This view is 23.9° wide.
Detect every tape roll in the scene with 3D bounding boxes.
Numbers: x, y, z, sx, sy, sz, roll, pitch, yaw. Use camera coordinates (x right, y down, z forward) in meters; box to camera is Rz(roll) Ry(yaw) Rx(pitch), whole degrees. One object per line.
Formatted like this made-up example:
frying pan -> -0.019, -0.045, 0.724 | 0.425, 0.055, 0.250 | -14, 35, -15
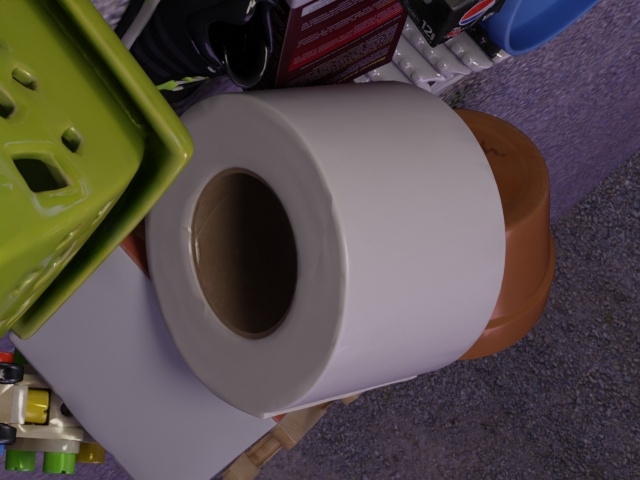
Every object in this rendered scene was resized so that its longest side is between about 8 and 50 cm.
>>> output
tape roll -> 0.000, 0.000, 1.179 | 0.169, 0.246, 0.246 | -10, 156, -41

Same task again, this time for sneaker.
sneaker -> -0.086, -0.137, 1.067 | 0.084, 0.097, 0.235 | -29, 168, -23
sneaker -> 0.111, -0.190, 1.452 | 0.292, 0.110, 0.118 | -36, -178, 24

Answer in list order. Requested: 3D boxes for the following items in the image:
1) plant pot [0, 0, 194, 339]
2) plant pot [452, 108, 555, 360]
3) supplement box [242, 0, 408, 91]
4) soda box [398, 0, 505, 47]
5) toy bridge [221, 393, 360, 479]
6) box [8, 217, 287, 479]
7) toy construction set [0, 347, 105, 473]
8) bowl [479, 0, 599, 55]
plant pot -> -0.215, -0.044, 0.787 | 0.228, 0.227, 0.207 | -44, 172, 38
plant pot -> 0.164, -0.025, 1.880 | 0.291, 0.291, 0.203 | -29, 151, -26
supplement box -> 0.004, -0.187, 1.180 | 0.130, 0.073, 0.239 | -29, 167, -15
soda box -> 0.052, -0.211, 0.970 | 0.060, 0.169, 0.053 | -30, 167, -20
toy bridge -> -0.019, 0.159, 1.330 | 0.188, 0.026, 0.063 | -43, 180, 37
box -> -0.086, 0.058, 1.415 | 0.168, 0.215, 0.345 | -42, 180, 33
toy construction set -> -0.347, 0.158, 1.386 | 0.327, 0.151, 0.215 | -9, 176, -15
bowl -> 0.254, -0.318, 1.196 | 0.391, 0.077, 0.391 | -44, 170, -10
